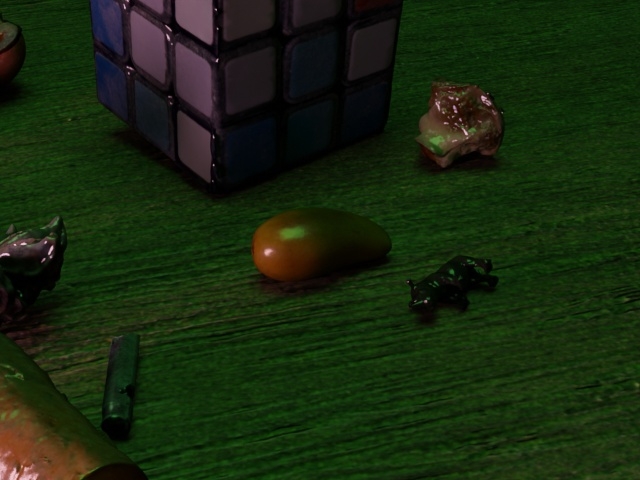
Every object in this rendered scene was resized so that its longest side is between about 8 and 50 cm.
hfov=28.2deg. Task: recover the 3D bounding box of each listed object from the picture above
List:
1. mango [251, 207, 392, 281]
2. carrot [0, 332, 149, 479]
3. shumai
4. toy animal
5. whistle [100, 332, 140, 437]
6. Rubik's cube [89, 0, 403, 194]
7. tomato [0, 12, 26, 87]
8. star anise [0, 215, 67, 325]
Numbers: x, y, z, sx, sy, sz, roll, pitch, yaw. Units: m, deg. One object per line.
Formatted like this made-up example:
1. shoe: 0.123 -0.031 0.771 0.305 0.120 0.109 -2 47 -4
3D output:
1. mango: 0.000 0.000 1.586 0.184 0.085 0.102 -11 29 -26
2. carrot: -0.289 0.188 1.209 0.138 0.139 0.302 -22 35 -32
3. shumai: 0.191 -0.165 1.852 0.116 0.145 0.145 -34 37 -15
4. toy animal: 0.148 0.055 1.510 0.065 0.047 0.135 15 34 39
5. whistle: -0.215 0.152 1.372 0.033 0.033 0.176 -4 29 -3
6. Rubik's cube: -0.113 -0.328 1.884 0.359 0.362 0.363 -25 44 -29
7. tomato: -0.605 -0.302 2.171 0.199 0.112 0.228 -24 35 -22
8. star anise: -0.398 0.060 1.484 0.223 0.109 0.236 1 24 38
